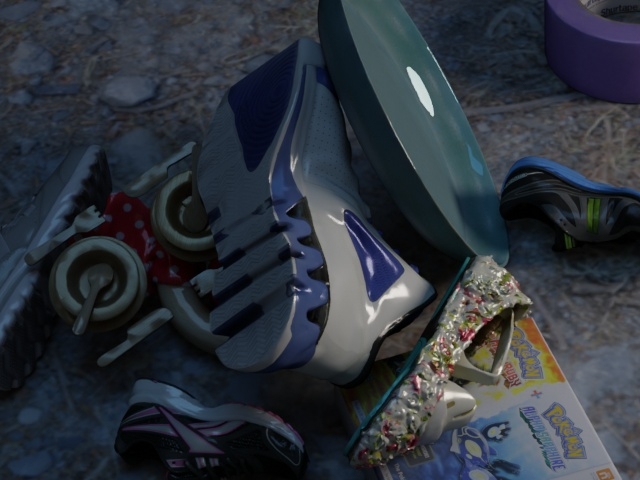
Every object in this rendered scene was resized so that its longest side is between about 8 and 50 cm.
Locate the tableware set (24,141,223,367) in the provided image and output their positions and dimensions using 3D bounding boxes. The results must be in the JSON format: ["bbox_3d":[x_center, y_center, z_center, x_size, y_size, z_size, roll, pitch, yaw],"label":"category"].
[{"bbox_3d":[-0.152,0.004,1.655,0.194,0.039,0.128,-36,76,-8],"label":"tableware set"}]

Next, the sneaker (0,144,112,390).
[{"bbox_3d":[-0.280,0.007,1.747,0.115,0.105,0.281,12,47,18],"label":"sneaker"}]

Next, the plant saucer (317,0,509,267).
[{"bbox_3d":[0.078,-0.110,1.706,0.043,0.317,0.318,-27,41,16],"label":"plant saucer"}]

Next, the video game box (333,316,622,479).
[{"bbox_3d":[0.128,0.167,1.572,0.187,0.048,0.205,-14,43,-11],"label":"video game box"}]

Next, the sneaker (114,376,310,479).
[{"bbox_3d":[-0.093,0.179,1.583,0.178,0.072,0.077,11,57,29],"label":"sneaker"}]

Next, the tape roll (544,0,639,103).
[{"bbox_3d":[0.324,-0.229,1.944,0.189,0.080,0.189,-4,43,4],"label":"tape roll"}]

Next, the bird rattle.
[{"bbox_3d":[-0.086,0.013,1.711,0.253,0.143,0.207,-27,63,-17],"label":"bird rattle"}]

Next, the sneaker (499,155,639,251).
[{"bbox_3d":[0.251,-0.016,1.749,0.188,0.067,0.078,21,71,24],"label":"sneaker"}]

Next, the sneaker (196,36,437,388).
[{"bbox_3d":[0.000,0.001,1.625,0.127,0.182,0.315,-28,48,35],"label":"sneaker"}]

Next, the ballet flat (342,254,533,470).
[{"bbox_3d":[0.106,0.105,1.551,0.077,0.091,0.241,31,55,7],"label":"ballet flat"}]
